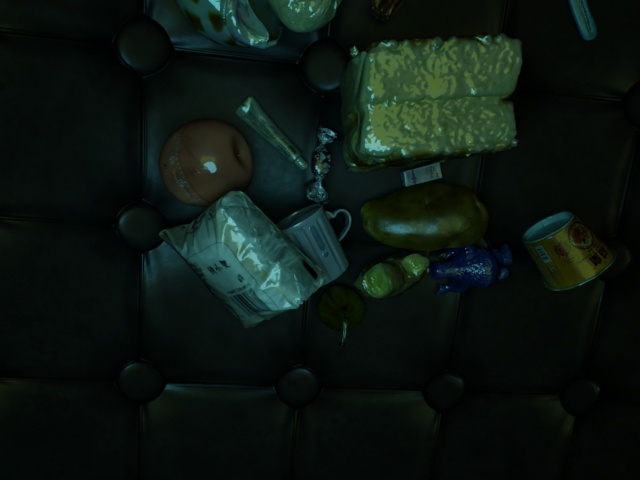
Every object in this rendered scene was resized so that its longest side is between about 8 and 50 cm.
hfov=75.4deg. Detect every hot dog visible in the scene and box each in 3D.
[{"bbox_3d":[0.205,-0.677,1.131,0.072,0.055,0.188,38,96,-8],"label":"hot dog"}]

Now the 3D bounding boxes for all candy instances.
[{"bbox_3d":[0.006,-0.217,1.209,0.094,0.051,0.226,4,103,-17],"label":"candy"}]

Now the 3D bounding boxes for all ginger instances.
[{"bbox_3d":[0.233,0.096,1.229,0.270,0.219,0.123,-12,77,-34],"label":"ginger"}]

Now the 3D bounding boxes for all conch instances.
[{"bbox_3d":[-0.252,-0.634,1.030,0.197,0.249,0.367,-9,101,42],"label":"conch"}]

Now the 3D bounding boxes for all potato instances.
[{"bbox_3d":[0.303,-0.070,1.203,0.370,0.176,0.195,-4,99,1],"label":"potato"}]

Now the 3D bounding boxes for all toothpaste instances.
[{"bbox_3d":[-0.131,-0.299,1.184,0.255,0.037,0.067,44,100,-8],"label":"toothpaste"}]

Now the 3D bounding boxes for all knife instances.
[{"bbox_3d":[0.750,-0.687,1.191,0.064,0.031,0.221,-27,103,-3],"label":"knife"}]

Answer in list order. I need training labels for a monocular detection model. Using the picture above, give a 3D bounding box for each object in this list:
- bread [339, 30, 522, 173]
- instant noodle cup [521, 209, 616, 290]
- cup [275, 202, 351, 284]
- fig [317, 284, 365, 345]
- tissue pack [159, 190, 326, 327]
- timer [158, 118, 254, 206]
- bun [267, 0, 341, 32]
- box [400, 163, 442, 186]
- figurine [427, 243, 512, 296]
[{"bbox_3d":[0.240,-0.327,1.041,0.372,0.390,0.279,-7,97,-5],"label":"bread"},{"bbox_3d":[0.732,0.022,1.250,0.216,0.216,0.172,-38,93,3],"label":"instant noodle cup"},{"bbox_3d":[-0.003,0.006,1.190,0.221,0.167,0.202,-26,106,9],"label":"cup"},{"bbox_3d":[0.057,0.206,1.228,0.142,0.186,0.148,39,88,6],"label":"fig"},{"bbox_3d":[-0.222,0.072,1.109,0.376,0.195,0.390,-23,113,44],"label":"tissue pack"},{"bbox_3d":[-0.297,-0.201,1.087,0.215,0.229,0.229,-13,103,19],"label":"timer"},{"bbox_3d":[-0.033,-0.654,1.048,0.229,0.145,0.229,6,81,-47],"label":"bun"},{"bbox_3d":[0.302,-0.199,1.243,0.117,0.036,0.050,-16,103,-2],"label":"box"},{"bbox_3d":[0.458,0.087,1.272,0.263,0.120,0.164,-16,106,0],"label":"figurine"}]
